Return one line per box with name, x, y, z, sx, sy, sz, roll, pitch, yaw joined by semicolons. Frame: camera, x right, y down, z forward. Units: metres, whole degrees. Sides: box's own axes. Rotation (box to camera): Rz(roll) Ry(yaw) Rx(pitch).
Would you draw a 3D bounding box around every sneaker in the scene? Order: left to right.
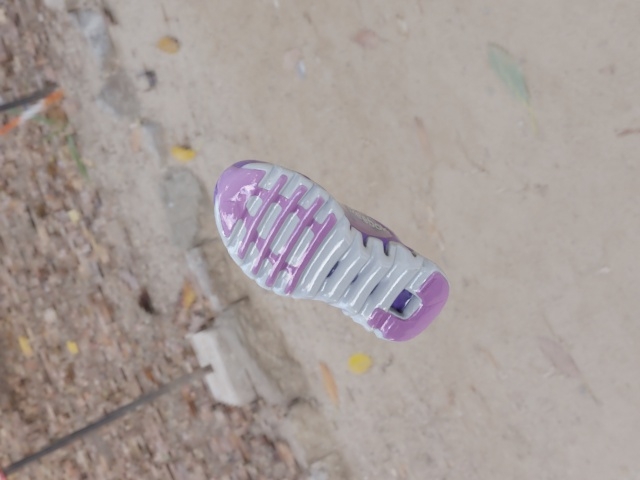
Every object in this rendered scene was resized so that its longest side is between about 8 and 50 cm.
sneaker;0.000;0.000;0.934;0.095;0.236;0.104;-51;32;12
